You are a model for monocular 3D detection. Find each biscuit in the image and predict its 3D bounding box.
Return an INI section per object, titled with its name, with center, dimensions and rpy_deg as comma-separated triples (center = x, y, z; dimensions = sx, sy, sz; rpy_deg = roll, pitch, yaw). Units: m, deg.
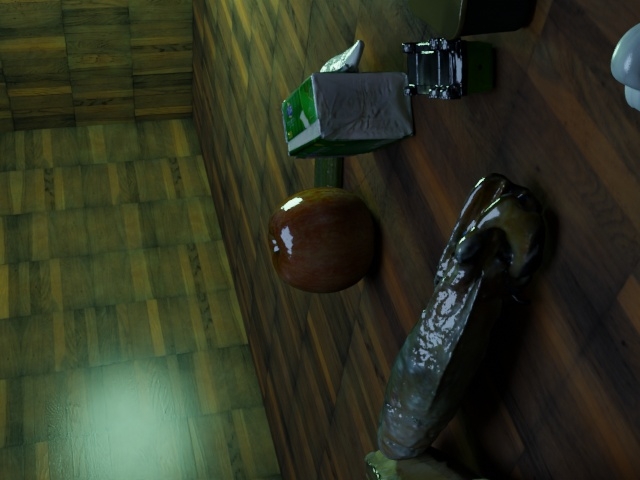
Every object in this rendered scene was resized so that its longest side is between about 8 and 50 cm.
[biscuit]
center = 0.012, -0.123, 1.597
dimensions = 0.099, 0.038, 0.322
rpy_deg = -125, 32, -55

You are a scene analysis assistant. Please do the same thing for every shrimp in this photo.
[shrimp]
center = 0.161, 0.106, 0.998
dimensions = 0.221, 0.110, 0.445
rpy_deg = -62, -7, -45

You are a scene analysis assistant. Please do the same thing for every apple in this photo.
[apple]
center = 0.000, 0.000, 1.431
dimensions = 0.188, 0.174, 0.188
rpy_deg = 171, 90, -77

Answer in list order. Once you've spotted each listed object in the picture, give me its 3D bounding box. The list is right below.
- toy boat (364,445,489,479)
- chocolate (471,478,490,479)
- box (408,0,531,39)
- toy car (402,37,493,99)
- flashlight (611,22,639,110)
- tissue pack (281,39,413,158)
[toy boat]
center = 0.175, 0.351, 1.041
dimensions = 0.162, 0.136, 0.445
rpy_deg = 50, 169, -12
[chocolate]
center = 0.173, 0.317, 0.717
dimensions = 0.225, 0.340, 0.210
rpy_deg = 40, -127, -51
[box]
center = 0.162, -0.320, 0.847
dimensions = 0.144, 0.090, 0.201
rpy_deg = -119, 27, -56
[toy car]
center = 0.150, -0.209, 0.993
dimensions = 0.165, 0.063, 0.071
rpy_deg = -146, 52, -70
[flashlight]
center = 0.259, -0.185, 0.563
dimensions = 0.047, 0.093, 0.200
rpy_deg = -123, 37, -59
[tissue pack]
center = 0.033, -0.215, 1.262
dimensions = 0.209, 0.148, 0.156
rpy_deg = 177, 86, -76
